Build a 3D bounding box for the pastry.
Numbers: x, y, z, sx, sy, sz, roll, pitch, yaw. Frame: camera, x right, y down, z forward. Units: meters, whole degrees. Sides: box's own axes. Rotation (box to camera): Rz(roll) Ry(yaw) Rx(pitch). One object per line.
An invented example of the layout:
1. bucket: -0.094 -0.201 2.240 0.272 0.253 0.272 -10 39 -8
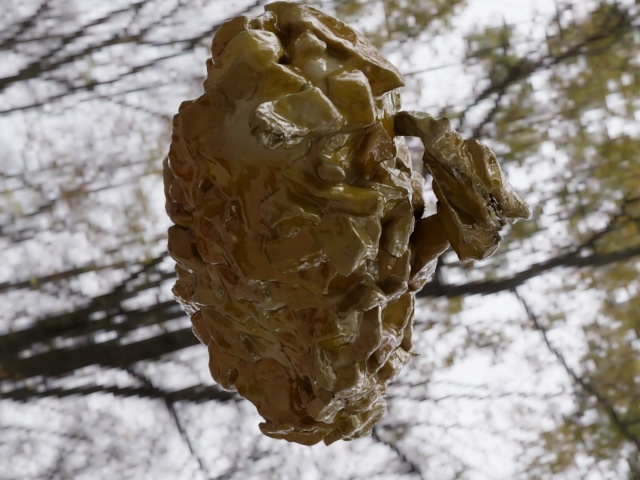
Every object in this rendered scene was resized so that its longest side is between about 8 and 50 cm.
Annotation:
1. pastry: 0.000 0.000 0.716 0.154 0.102 0.250 37 -30 16
